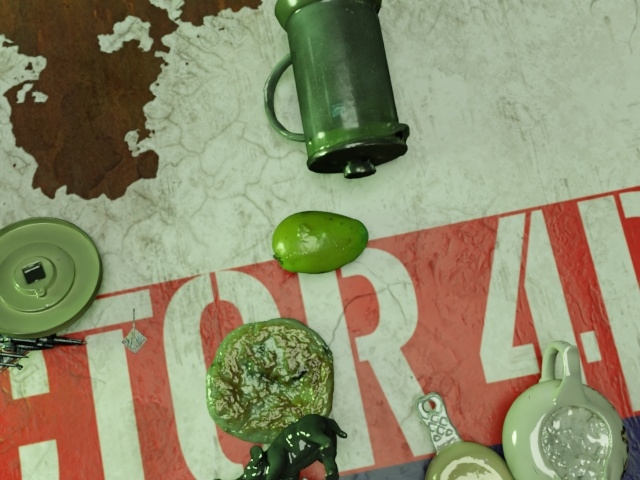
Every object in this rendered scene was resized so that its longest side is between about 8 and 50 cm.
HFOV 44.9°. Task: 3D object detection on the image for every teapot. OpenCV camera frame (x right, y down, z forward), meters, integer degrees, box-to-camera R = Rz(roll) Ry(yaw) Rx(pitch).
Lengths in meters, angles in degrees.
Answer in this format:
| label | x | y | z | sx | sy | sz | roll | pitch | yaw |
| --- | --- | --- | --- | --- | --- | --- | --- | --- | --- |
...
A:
| label | x | y | z | sx | sy | sz | roll | pitch | yaw |
| --- | --- | --- | --- | --- | --- | --- | --- | --- | --- |
| teapot | 0.017 | -0.272 | 1.407 | 0.270 | 0.200 | 0.337 | -14 | 80 | 25 |
| teapot | 0.406 | 0.318 | 1.286 | 0.208 | 0.166 | 0.300 | -7 | 84 | 3 |

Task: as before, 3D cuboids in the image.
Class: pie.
| label | x | y | z | sx | sy | sz | roll | pitch | yaw |
| --- | --- | --- | --- | --- | --- | --- | --- | --- | --- |
| pie | -0.085 | 0.251 | 1.368 | 0.240 | 0.054 | 0.241 | 0 | 78 | 0 |

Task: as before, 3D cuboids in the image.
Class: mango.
| label | x | y | z | sx | sy | sz | roll | pitch | yaw |
| --- | --- | --- | --- | --- | --- | --- | --- | --- | --- |
| mango | 0.000 | 0.000 | 1.391 | 0.178 | 0.100 | 0.119 | -9 | 77 | -8 |

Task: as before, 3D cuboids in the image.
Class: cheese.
| label | x | y | z | sx | sy | sz | roll | pitch | yaw |
| --- | --- | --- | --- | --- | --- | --- | --- | --- | --- |
| cheese | 0.254 | 0.382 | 1.326 | 0.163 | 0.071 | 0.249 | -5 | 78 | 1 |

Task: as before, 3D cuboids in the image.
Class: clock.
| label | x | y | z | sx | sy | sz | roll | pitch | yaw |
| --- | --- | --- | --- | --- | --- | --- | --- | --- | --- |
| clock | -0.514 | 0.063 | 1.396 | 0.234 | 0.029 | 0.235 | 2 | 64 | -4 |

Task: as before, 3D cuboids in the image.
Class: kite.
| label | x | y | z | sx | sy | sz | roll | pitch | yaw |
| --- | --- | --- | --- | --- | --- | --- | --- | --- | --- |
| kite | -0.336 | 0.168 | 1.417 | 0.044 | 0.002 | 0.078 | 17 | 81 | 5 |

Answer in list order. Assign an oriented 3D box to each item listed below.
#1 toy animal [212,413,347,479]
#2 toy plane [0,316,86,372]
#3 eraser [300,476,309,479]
| label | x | y | z | sx | sy | sz | roll | pitch | yaw |
| --- | --- | --- | --- | --- | --- | --- | --- | --- | --- |
| toy animal | -0.069 | 0.384 | 1.285 | 0.269 | 0.137 | 0.082 | -33 | 116 | 9 |
| toy plane | -0.520 | 0.175 | 1.390 | 0.189 | 0.061 | 0.130 | 1 | 63 | 0 |
| eraser | 0.052 | 0.545 | 1.292 | 0.290 | 0.087 | 0.171 | 30 | 76 | 7 |
